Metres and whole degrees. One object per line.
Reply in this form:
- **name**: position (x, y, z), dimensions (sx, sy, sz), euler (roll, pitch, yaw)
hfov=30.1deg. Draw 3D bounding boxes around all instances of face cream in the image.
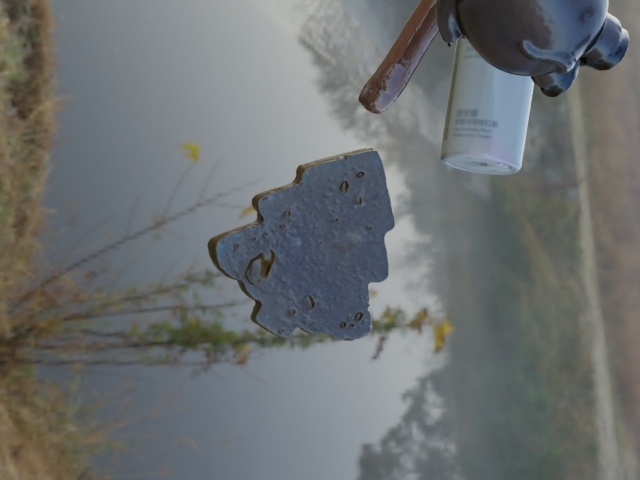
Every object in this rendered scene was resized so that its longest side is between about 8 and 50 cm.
- **face cream**: position (0.214, -0.255, 1.409), dimensions (0.102, 0.102, 0.346), euler (28, 69, -71)

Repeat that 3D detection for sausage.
- **sausage**: position (0.101, -0.217, 1.264), dimensions (0.186, 0.043, 0.043), euler (-59, 160, -1)

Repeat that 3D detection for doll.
- **doll**: position (0.170, -0.237, 1.060), dimensions (0.257, 0.182, 0.117), euler (42, 37, -27)

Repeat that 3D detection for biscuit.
- **biscuit**: position (0.000, 0.000, 0.733), dimensions (0.119, 0.130, 0.019), euler (33, 1, -22)
